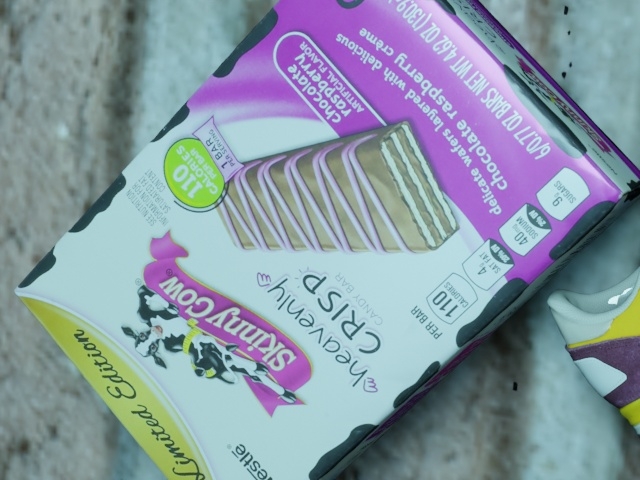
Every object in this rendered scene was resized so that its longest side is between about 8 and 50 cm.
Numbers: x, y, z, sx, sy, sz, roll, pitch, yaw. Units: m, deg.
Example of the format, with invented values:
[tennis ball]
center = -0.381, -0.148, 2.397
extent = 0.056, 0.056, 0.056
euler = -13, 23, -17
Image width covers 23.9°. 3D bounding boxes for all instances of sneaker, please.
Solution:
[sneaker]
center = 0.173, -0.001, 0.585
extent = 0.185, 0.069, 0.084
euler = -41, 84, 18

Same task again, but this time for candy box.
[candy box]
center = 0.000, 0.000, 0.653
extent = 0.233, 0.071, 0.159
euler = -46, 78, 19
